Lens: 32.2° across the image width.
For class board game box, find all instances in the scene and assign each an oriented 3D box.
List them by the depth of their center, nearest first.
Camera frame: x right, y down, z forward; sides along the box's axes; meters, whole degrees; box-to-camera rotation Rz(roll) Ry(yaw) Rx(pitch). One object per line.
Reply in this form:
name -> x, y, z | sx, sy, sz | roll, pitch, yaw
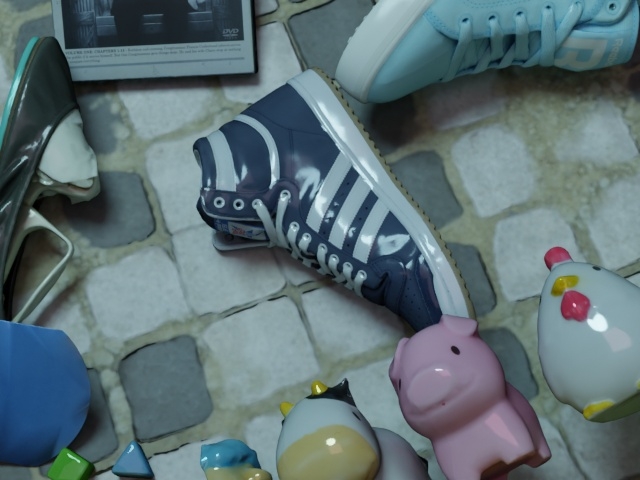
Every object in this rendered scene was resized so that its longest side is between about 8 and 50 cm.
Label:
board game box -> -0.267, 0.111, 0.887 | 0.169, 0.033, 0.133 | 10, 115, -7

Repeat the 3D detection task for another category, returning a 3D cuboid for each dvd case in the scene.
dvd case -> -0.151, -0.263, 0.977 | 0.179, 0.029, 0.238 | -3, 100, 2

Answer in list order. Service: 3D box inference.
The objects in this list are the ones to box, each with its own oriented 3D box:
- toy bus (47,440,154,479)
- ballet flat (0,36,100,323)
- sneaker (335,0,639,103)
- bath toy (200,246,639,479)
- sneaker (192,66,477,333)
toy bus -> -0.180, 0.260, 0.829 | 0.202, 0.104, 0.191 | -44, 76, -11
ballet flat -> -0.243, -0.030, 0.935 | 0.096, 0.095, 0.280 | 20, 85, -3
sneaker -> 0.189, -0.198, 0.932 | 0.366, 0.135, 0.150 | -34, 72, -13
bath toy -> 0.085, 0.120, 0.798 | 0.348, 0.151, 0.129 | -31, 64, 12
sneaker -> 0.000, 0.000, 0.905 | 0.153, 0.099, 0.282 | -28, 68, -11
